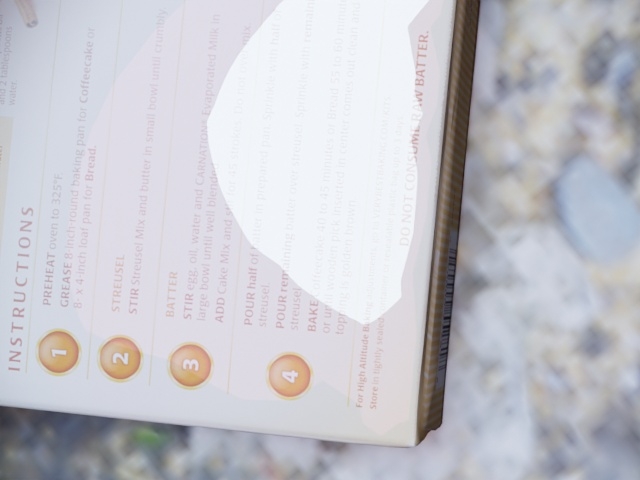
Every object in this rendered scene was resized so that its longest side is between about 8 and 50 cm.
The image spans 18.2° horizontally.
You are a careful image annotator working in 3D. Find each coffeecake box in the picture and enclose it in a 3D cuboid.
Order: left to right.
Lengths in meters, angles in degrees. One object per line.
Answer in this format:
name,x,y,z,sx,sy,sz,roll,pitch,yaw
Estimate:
coffeecake box,-0.058,-0.030,0.497,0.185,0.068,0.142,5,90,9
